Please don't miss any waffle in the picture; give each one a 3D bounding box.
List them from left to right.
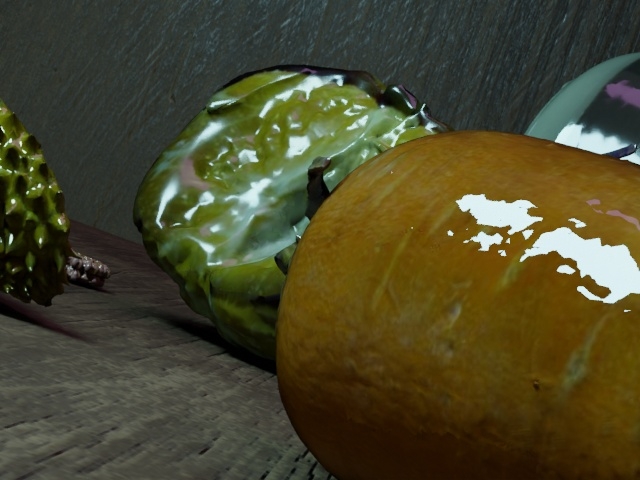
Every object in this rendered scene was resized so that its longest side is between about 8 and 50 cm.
[{"bbox_3d":[-0.244,0.023,1.370,0.075,0.029,0.083,20,-3,36],"label":"waffle"}]

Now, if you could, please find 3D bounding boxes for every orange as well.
[{"bbox_3d":[0.000,0.000,1.274,0.369,0.271,0.210,39,-24,42],"label":"orange"}]

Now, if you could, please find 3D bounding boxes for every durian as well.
[{"bbox_3d":[-0.257,-0.023,0.959,0.132,0.165,0.182,60,-2,-38],"label":"durian"}]

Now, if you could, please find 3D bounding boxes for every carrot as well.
[{"bbox_3d":[0.087,0.043,0.662,0.331,0.214,0.193,15,-5,46],"label":"carrot"}]

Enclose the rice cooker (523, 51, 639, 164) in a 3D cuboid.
[{"bbox_3d":[0.293,0.057,0.939,0.325,0.335,0.335,19,-1,30],"label":"rice cooker"}]
